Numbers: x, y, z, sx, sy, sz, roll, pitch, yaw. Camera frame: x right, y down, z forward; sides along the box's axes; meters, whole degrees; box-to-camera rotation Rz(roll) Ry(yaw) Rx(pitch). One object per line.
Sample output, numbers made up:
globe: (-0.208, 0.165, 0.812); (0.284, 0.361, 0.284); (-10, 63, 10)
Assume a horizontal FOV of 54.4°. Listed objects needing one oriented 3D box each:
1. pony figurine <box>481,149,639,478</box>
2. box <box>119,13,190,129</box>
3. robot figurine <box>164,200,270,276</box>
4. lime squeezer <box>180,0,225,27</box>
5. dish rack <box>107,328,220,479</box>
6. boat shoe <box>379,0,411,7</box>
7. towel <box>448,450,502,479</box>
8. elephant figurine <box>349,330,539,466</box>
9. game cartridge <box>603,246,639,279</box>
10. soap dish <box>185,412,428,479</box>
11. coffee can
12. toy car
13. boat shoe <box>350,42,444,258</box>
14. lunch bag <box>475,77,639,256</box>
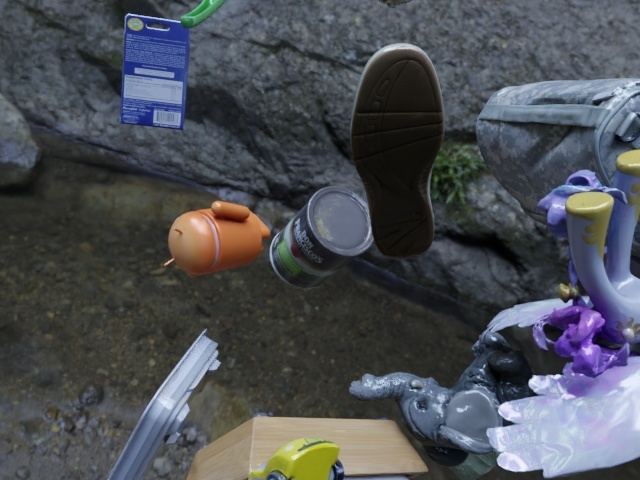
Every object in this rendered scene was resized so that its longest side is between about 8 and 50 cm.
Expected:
pony figurine: (0.356, 0.088, 0.710); (0.351, 0.363, 0.303); (-6, 32, 16)
box: (-0.353, -0.358, 1.334); (0.136, 0.225, 0.036); (5, 16, -12)
robot figurine: (-0.206, -0.004, 1.236); (0.219, 0.158, 0.128); (-11, 87, -45)
lime squeezer: (-0.105, -0.322, 0.704); (0.058, 0.110, 0.310); (11, 64, -10)
dish rack: (-0.312, 0.364, 1.260); (0.072, 0.333, 0.285); (31, 26, 1)
boat shoe: (0.089, -0.338, 0.838); (0.056, 0.048, 0.153); (61, 27, -6)
towel: (0.294, 0.426, 1.264); (0.148, 0.110, 0.027); (45, 8, -16)
elephant figurine: (0.197, 0.255, 0.915); (0.239, 0.169, 0.186); (-27, 32, -19)
game cartridge: (0.651, 0.024, 0.998); (0.230, 0.355, 0.068); (37, 68, 3)
soap dish: (-0.030, 0.335, 0.897); (0.290, 0.229, 0.118); (12, 54, -32)
coffee can: (0.000, 0.000, 1.737); (0.201, 0.275, 0.202); (11, 62, -22)
toy car: (-0.032, 0.279, 0.511); (0.053, 0.239, 0.225); (28, -12, 46)
boat shoe: (0.095, -0.113, 0.778); (0.109, 0.302, 0.098); (-7, 43, 5)
lunch bag: (0.391, -0.122, 0.883); (0.256, 0.213, 0.305); (25, 4, -23)
